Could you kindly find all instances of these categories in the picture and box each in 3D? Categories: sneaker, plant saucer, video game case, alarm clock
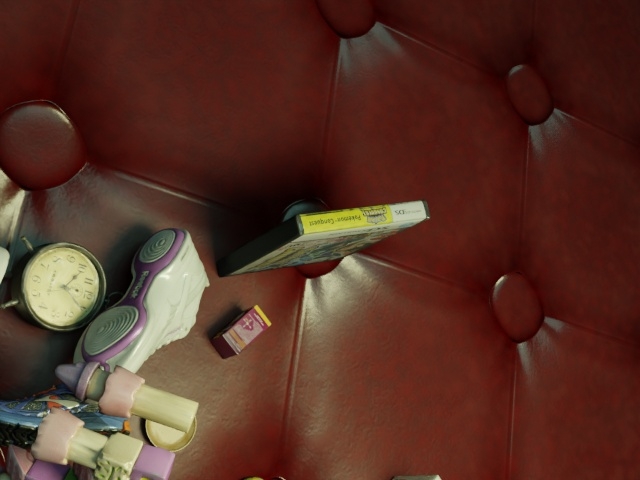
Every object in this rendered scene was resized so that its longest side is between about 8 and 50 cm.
[{"bbox_3d":[-0.383,0.244,1.276,0.221,0.083,0.087,10,50,-29],"label":"sneaker"},{"bbox_3d":[-0.233,0.284,1.389,0.083,0.015,0.083,9,72,-30],"label":"plant saucer"},{"bbox_3d":[-0.250,0.129,1.342,0.305,0.114,0.152,-62,141,-35],"label":"sneaker"},{"bbox_3d":[0.000,0.000,1.458,0.248,0.275,0.035,-8,79,-34],"label":"video game case"},{"bbox_3d":[-0.371,0.074,1.327,0.192,0.064,0.129,23,73,-34],"label":"alarm clock"}]

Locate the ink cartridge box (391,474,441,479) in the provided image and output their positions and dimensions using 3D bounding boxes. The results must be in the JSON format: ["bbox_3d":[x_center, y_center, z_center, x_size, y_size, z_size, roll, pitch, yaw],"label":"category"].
[{"bbox_3d":[0.144,0.497,1.503,0.176,0.128,0.127,-40,100,-33],"label":"ink cartridge box"}]

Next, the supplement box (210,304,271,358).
[{"bbox_3d":[-0.131,0.150,1.468,0.083,0.055,0.043,-42,99,-34],"label":"supplement box"}]

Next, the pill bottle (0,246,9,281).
[{"bbox_3d":[-0.539,0.024,1.203,0.208,0.117,0.117,27,64,-23],"label":"pill bottle"}]

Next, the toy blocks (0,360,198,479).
[{"bbox_3d":[-0.336,0.330,1.111,0.260,0.288,0.309,20,30,0],"label":"toy blocks"}]

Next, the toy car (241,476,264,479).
[{"bbox_3d":[-0.090,0.518,1.392,0.239,0.053,0.225,50,57,-11],"label":"toy car"}]
